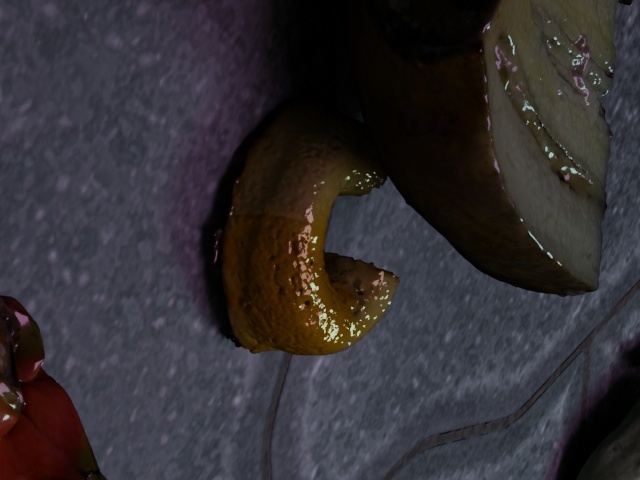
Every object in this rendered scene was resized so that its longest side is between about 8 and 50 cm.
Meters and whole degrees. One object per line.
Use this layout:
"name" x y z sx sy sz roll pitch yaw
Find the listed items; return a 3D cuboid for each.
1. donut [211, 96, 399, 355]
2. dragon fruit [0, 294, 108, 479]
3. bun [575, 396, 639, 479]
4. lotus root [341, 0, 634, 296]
"donut" -0.006 0.003 1.303 0.146 0.078 0.181 -37 138 -47
"dragon fruit" -0.196 0.132 0.929 0.224 0.224 0.227 -46 151 -34
"bun" 0.328 0.253 1.997 0.221 0.108 0.221 -44 152 -31
"lotus root" 0.092 -0.114 1.272 0.260 0.149 0.267 23 70 -64
